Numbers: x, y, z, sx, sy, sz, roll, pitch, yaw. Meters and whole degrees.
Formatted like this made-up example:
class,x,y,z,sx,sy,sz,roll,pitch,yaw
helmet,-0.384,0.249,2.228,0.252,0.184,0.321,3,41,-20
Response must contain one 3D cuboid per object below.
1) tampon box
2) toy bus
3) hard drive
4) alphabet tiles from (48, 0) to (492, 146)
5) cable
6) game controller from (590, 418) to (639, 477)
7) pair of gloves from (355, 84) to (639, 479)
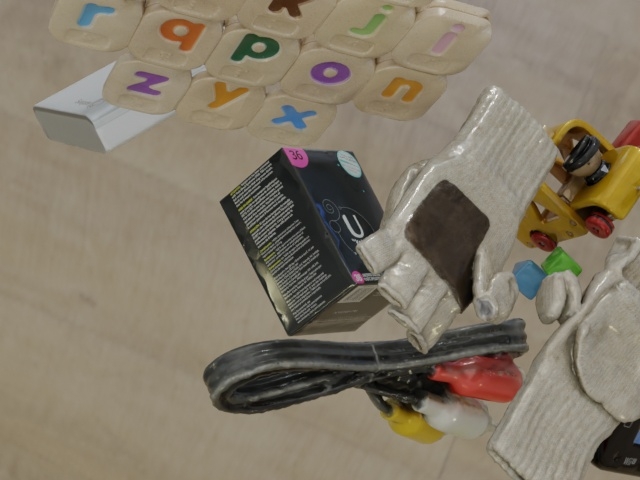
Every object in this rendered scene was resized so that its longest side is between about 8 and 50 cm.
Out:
class,x,y,z,sx,sy,sz,roll,pitch,yaw
tampon box,0.000,0.000,1.668,0.101,0.120,0.161,-38,69,30
toy bus,0.238,-0.063,1.614,0.104,0.191,0.202,41,113,-13
hard drive,-0.117,-0.202,1.772,0.353,0.233,0.047,-32,108,-17
alphabet tiles,-0.035,-0.149,1.150,0.284,0.278,0.021,12,62,-18
cable,0.053,0.104,1.200,0.287,0.139,0.072,6,58,-50
game controller,0.349,0.154,1.626,0.067,0.319,0.167,18,90,36
pair of gloves,0.145,0.035,1.127,0.240,0.042,0.204,50,58,-9
